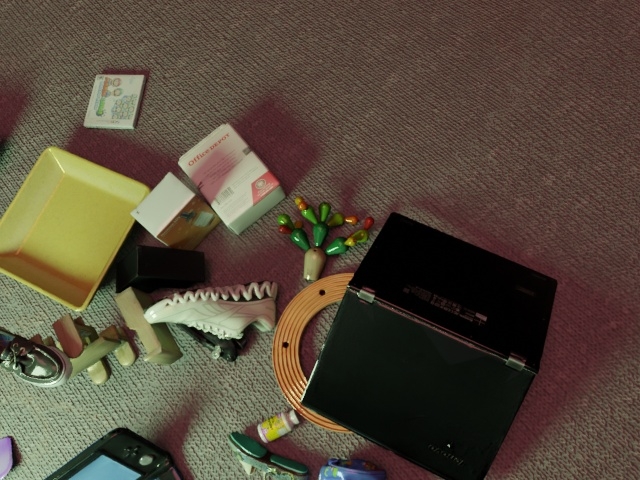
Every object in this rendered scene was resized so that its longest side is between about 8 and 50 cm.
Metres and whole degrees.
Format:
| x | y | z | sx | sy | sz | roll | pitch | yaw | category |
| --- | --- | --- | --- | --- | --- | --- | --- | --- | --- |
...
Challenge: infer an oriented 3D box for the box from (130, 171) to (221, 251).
| x | y | z | sx | sy | sz | roll | pitch | yaw | category |
| --- | --- | --- | --- | --- | --- | --- | --- | --- | --- |
| -0.325 | -0.054 | 1.316 | 0.091 | 0.170 | 0.130 | 40 | 84 | 19 | box |

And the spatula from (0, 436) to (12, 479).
| x | y | z | sx | sy | sz | roll | pitch | yaw | category |
| --- | --- | --- | --- | --- | --- | --- | --- | --- | --- |
| -0.769 | 0.409 | 1.324 | 0.084 | 0.030 | 0.296 | -26 | 69 | 0 | spatula |

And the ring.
| x | y | z | sx | sy | sz | roll | pitch | yaw | category |
| --- | --- | --- | --- | --- | --- | --- | --- | --- | --- |
| 0.063 | 0.235 | 1.229 | 0.337 | 0.032 | 0.336 | -3 | 71 | 9 | ring |

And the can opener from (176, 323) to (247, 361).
| x | y | z | sx | sy | sz | roll | pitch | yaw | category |
| --- | --- | --- | --- | --- | --- | --- | --- | --- | --- |
| -0.256 | 0.212 | 1.288 | 0.186 | 0.073 | 0.059 | 23 | 117 | 19 | can opener |

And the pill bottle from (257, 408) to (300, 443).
| x | y | z | sx | sy | sz | roll | pitch | yaw | category |
| --- | --- | --- | --- | --- | --- | --- | --- | --- | --- |
| -0.086 | 0.385 | 1.200 | 0.083 | 0.043 | 0.043 | -28 | 70 | 0 | pill bottle |

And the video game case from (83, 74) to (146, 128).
| x | y | z | sx | sy | sz | roll | pitch | yaw | category |
| --- | --- | --- | --- | --- | --- | --- | --- | --- | --- |
| -0.549 | -0.373 | 1.539 | 0.143 | 0.019 | 0.157 | 4 | 73 | 11 | video game case |

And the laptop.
| x | y | z | sx | sy | sz | roll | pitch | yaw | category |
| --- | --- | --- | --- | --- | --- | --- | --- | --- | --- |
| 0.227 | 0.206 | 1.184 | 0.382 | 0.236 | 0.408 | 24 | 46 | 11 | laptop |

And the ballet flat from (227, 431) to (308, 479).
| x | y | z | sx | sy | sz | roll | pitch | yaw | category |
| --- | --- | --- | --- | --- | --- | --- | --- | --- | --- |
| -0.117 | 0.460 | 1.175 | 0.188 | 0.070 | 0.070 | 21 | 77 | 19 | ballet flat |

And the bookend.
| x | y | z | sx | sy | sz | roll | pitch | yaw | category |
| --- | --- | --- | --- | --- | --- | --- | --- | --- | --- |
| -0.370 | 0.074 | 1.326 | 0.157 | 0.156 | 0.072 | 8 | 68 | -34 | bookend |

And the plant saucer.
| x | y | z | sx | sy | sz | roll | pitch | yaw | category |
| --- | --- | --- | --- | --- | --- | --- | --- | --- | --- |
| -0.606 | -0.028 | 1.408 | 0.333 | 0.081 | 0.332 | 23 | 77 | 16 | plant saucer |

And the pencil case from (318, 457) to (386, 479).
| x | y | z | sx | sy | sz | roll | pitch | yaw | category |
| --- | --- | --- | --- | --- | --- | --- | --- | --- | --- |
| 0.033 | 0.567 | 1.080 | 0.133 | 0.119 | 0.306 | 15 | 74 | -2 | pencil case |

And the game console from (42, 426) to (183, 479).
| x | y | z | sx | sy | sz | roll | pitch | yaw | category |
| --- | --- | --- | --- | --- | --- | --- | --- | --- | --- |
| -0.423 | 0.559 | 1.146 | 0.293 | 0.250 | 0.173 | -37 | 43 | -3 | game console |

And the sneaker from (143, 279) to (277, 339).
| x | y | z | sx | sy | sz | roll | pitch | yaw | category |
| --- | --- | --- | --- | --- | --- | --- | --- | --- | --- |
| -0.221 | 0.155 | 1.214 | 0.292 | 0.110 | 0.118 | -4 | 84 | -28 | sneaker |

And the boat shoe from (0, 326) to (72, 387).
| x | y | z | sx | sy | sz | roll | pitch | yaw | category |
| --- | --- | --- | --- | --- | --- | --- | --- | --- | --- |
| -0.585 | 0.215 | 1.102 | 0.229 | 0.076 | 0.080 | 23 | 80 | 18 | boat shoe |

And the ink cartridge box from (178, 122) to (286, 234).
| x | y | z | sx | sy | sz | roll | pitch | yaw | category |
| --- | --- | --- | --- | --- | --- | --- | --- | --- | --- |
| -0.210 | -0.148 | 1.367 | 0.158 | 0.092 | 0.218 | -39 | 72 | -3 | ink cartridge box |

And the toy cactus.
| x | y | z | sx | sy | sz | roll | pitch | yaw | category |
| --- | --- | --- | --- | --- | --- | --- | --- | --- | --- |
| 0.000 | 0.000 | 1.287 | 0.219 | 0.112 | 0.180 | 12 | 85 | 5 | toy cactus |

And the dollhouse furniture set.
| x | y | z | sx | sy | sz | roll | pitch | yaw | category |
| --- | --- | --- | --- | --- | --- | --- | --- | --- | --- |
| -0.447 | 0.239 | 1.222 | 0.242 | 0.212 | 0.161 | -34 | 70 | 0 | dollhouse furniture set |
